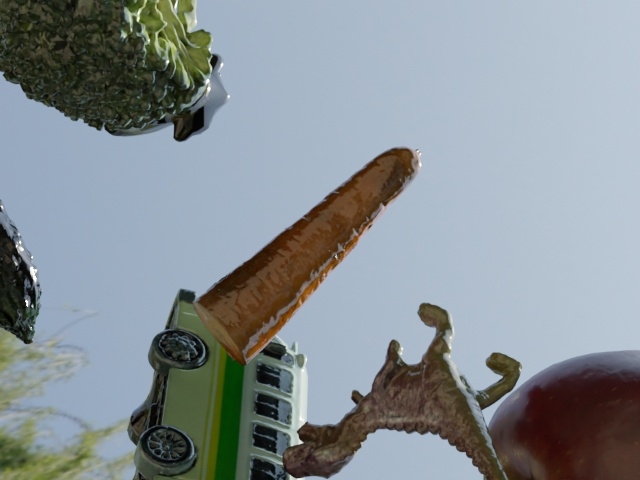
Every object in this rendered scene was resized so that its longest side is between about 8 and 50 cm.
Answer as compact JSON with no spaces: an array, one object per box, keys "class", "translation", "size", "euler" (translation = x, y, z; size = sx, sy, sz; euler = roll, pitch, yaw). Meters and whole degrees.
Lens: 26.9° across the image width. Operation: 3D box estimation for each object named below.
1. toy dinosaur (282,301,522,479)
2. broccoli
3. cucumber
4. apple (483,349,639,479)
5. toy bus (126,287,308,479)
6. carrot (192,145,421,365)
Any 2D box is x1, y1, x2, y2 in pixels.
[{"class":"toy dinosaur","translation":[0.101,0.150,1.096],"size":[0.251,0.200,0.072],"euler":[13,-42,31]},{"class":"broccoli","translation":[-0.171,-0.214,1.172],"size":[0.247,0.263,0.243],"euler":[37,-108,-25]},{"class":"cucumber","translation":[-0.287,-0.052,0.966],"size":[0.072,0.072,0.300],"euler":[-31,-75,15]},{"class":"apple","translation":[0.293,0.235,1.162],"size":[0.316,0.288,0.288],"euler":[6,-87,-10]},{"class":"toy bus","translation":[-0.094,0.187,1.233],"size":[0.164,0.276,0.134],"euler":[14,-52,-9]},{"class":"carrot","translation":[0.000,0.000,0.982],"size":[0.209,0.061,0.061],"euler":[-43,-102,-16]}]
